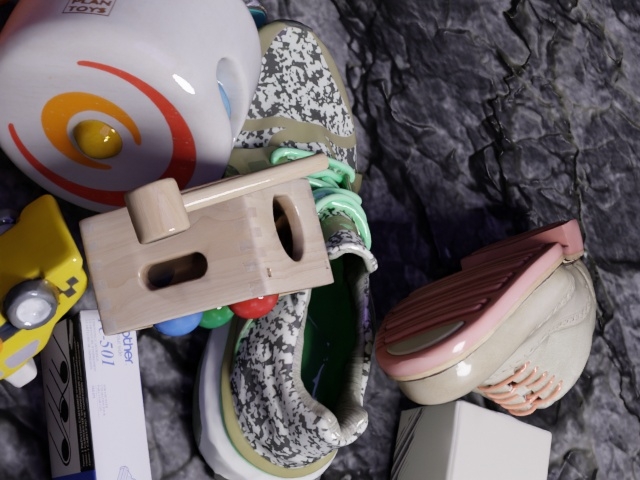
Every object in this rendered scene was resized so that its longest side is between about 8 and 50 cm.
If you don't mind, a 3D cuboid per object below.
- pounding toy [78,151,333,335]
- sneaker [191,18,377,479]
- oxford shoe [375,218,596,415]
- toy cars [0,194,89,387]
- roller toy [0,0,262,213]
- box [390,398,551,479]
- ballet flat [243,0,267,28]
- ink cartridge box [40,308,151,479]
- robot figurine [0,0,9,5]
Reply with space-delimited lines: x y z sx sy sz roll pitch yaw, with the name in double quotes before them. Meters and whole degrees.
"pounding toy" -0.066 0.009 0.804 0.206 0.181 0.094 -5 81 -69
"sneaker" 0.000 0.000 0.987 0.158 0.182 0.410 7 73 -30
"oxford shoe" 0.168 0.081 1.016 0.397 0.140 0.146 -23 93 -61
"toy cars" -0.275 0.145 0.809 0.087 0.177 0.393 54 51 -45
"roller toy" -0.151 -0.118 0.908 0.209 0.191 0.146 38 43 -24
"box" 0.114 0.285 1.031 0.113 0.094 0.275 23 65 -25
"ballet flat" -0.104 -0.210 1.074 0.114 0.041 0.041 0 77 -31
"ink cartridge box" -0.165 0.160 0.894 0.046 0.097 0.207 -1 78 -32
"robot figurine" -0.308 -0.230 0.900 0.219 0.128 0.158 -10 61 -32
